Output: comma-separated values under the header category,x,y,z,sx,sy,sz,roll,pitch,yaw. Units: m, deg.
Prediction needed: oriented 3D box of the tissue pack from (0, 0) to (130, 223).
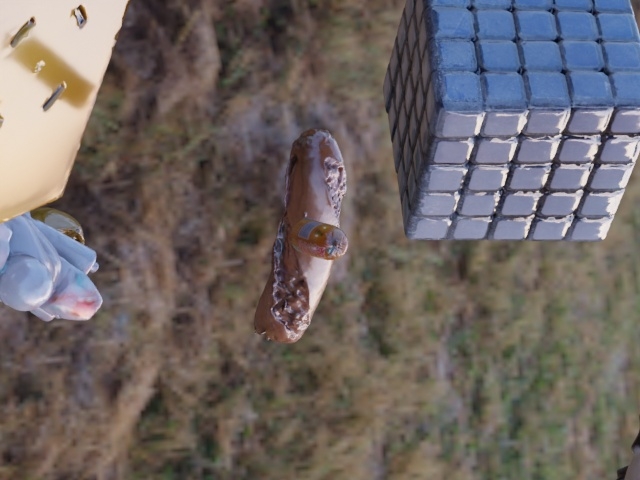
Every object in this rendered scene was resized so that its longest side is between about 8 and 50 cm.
category,x,y,z,sx,sy,sz,roll,pitch,yaw
tissue pack,-0.244,-0.149,1.061,0.194,0.145,0.274,-34,151,-59

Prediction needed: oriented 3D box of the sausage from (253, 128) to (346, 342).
category,x,y,z,sx,sy,sz,roll,pitch,yaw
sausage,-0.022,0.007,1.962,0.079,0.087,0.326,-25,141,-40

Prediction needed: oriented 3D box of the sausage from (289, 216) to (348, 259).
category,x,y,z,sx,sy,sz,roll,pitch,yaw
sausage,0.000,0.000,1.293,0.107,0.031,0.031,-159,-123,-75

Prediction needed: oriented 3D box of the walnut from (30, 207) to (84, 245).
category,x,y,z,sx,sy,sz,roll,pitch,yaw
walnut,-0.313,-0.005,1.719,0.091,0.121,0.052,26,44,-54

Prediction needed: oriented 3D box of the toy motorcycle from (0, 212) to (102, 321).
category,x,y,z,sx,sy,sz,roll,pitch,yaw
toy motorcycle,-0.269,0.005,1.259,0.110,0.171,0.260,-52,141,1

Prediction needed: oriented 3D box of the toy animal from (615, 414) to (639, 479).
category,x,y,z,sx,sy,sz,roll,pitch,yaw
toy animal,0.355,0.321,1.397,0.251,0.251,0.310,49,42,-47

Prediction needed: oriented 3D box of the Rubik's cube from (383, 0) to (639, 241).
category,x,y,z,sx,sy,sz,roll,pitch,yaw
Rubik's cube,0.207,-0.154,1.711,0.238,0.237,0.237,101,-11,-51
